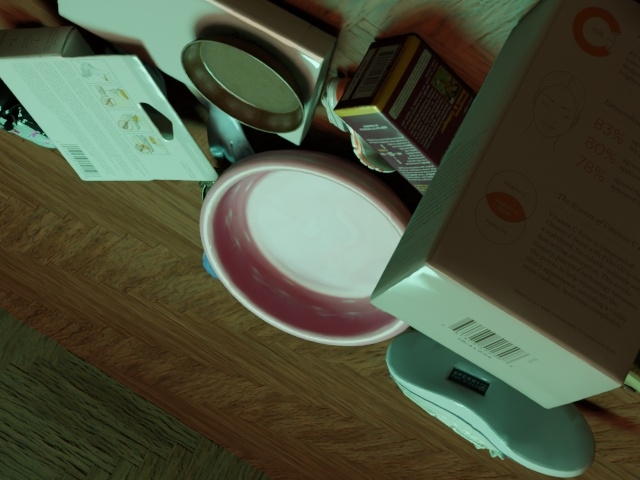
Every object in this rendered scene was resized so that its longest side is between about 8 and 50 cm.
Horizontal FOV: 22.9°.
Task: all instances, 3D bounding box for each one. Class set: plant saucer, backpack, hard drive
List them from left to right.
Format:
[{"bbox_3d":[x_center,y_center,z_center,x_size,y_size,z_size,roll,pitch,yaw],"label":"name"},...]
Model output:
[{"bbox_3d":[-0.400,-0.207,2.271,0.115,0.152,0.182,17,169,43],"label":"backpack"},{"bbox_3d":[-0.158,-0.261,1.919,0.353,0.047,0.233,28,157,4],"label":"hard drive"},{"bbox_3d":[-0.087,-0.191,1.882,0.168,0.029,0.168,26,156,12],"label":"plant saucer"},{"bbox_3d":[0.000,0.000,2.166,0.332,0.084,0.332,14,134,15],"label":"plant saucer"}]

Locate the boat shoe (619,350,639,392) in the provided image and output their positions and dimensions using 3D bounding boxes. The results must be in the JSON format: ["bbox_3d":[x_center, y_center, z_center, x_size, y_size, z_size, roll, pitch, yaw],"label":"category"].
[{"bbox_3d":[0.352,0.105,2.038,0.123,0.123,0.342,3,153,47],"label":"boat shoe"}]

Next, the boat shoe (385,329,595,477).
[{"bbox_3d":[0.269,0.281,2.524,0.367,0.136,0.156,25,159,18],"label":"boat shoe"}]

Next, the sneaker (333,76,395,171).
[{"bbox_3d":[0.073,-0.135,1.919,0.065,0.061,0.158,5,150,35],"label":"sneaker"}]

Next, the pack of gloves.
[{"bbox_3d":[-0.182,-0.195,2.153,0.195,0.046,0.232,14,144,32],"label":"pack of gloves"}]

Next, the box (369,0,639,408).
[{"bbox_3d":[0.233,-0.047,1.507,0.215,0.345,0.168,32,160,-7],"label":"box"}]

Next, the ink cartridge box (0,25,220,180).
[{"bbox_3d":[-0.281,-0.181,2.131,0.239,0.060,0.275,1,146,26],"label":"ink cartridge box"}]

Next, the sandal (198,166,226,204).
[{"bbox_3d":[-0.134,-0.062,2.284,0.090,0.060,0.219,10,173,1],"label":"sandal"}]

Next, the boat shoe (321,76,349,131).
[{"bbox_3d":[0.016,-0.171,1.941,0.035,0.035,0.100,26,162,22],"label":"boat shoe"}]

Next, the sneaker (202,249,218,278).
[{"bbox_3d":[-0.090,0.041,2.413,0.130,0.147,0.330,40,157,-27],"label":"sneaker"}]

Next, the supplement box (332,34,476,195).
[{"bbox_3d":[0.119,-0.133,1.796,0.188,0.104,0.081,41,157,-29],"label":"supplement box"}]
